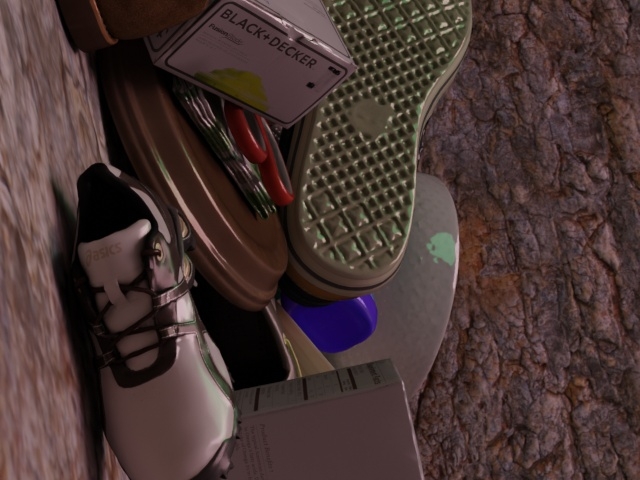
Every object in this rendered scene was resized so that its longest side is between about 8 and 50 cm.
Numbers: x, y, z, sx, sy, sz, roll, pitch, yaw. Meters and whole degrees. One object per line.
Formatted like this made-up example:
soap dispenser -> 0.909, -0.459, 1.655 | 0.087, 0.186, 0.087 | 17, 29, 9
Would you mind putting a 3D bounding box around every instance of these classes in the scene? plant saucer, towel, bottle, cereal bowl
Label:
plant saucer -> -0.101, -0.070, 0.959 | 0.278, 0.041, 0.278 | 60, 10, -18
towel -> -0.082, -0.103, 0.957 | 0.152, 0.023, 0.113 | 56, 13, -35
bottle -> 0.000, 0.000, 1.313 | 0.118, 0.092, 0.283 | 48, 22, -35
cereal bowl -> 0.047, 0.060, 1.471 | 0.339, 0.141, 0.339 | -165, -90, -73

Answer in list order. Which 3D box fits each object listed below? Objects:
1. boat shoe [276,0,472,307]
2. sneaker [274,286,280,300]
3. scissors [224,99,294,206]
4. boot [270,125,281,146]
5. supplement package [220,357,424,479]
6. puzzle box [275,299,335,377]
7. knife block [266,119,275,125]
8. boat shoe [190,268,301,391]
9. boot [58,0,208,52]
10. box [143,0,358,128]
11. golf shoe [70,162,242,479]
boat shoe -> 0.044, -0.146, 1.206 | 0.156, 0.187, 0.500 | 129, -22, -58
sneaker -> -0.096, 0.005, 1.413 | 0.295, 0.124, 0.178 | -114, 179, -78
scissors -> -0.083, -0.157, 1.006 | 0.109, 0.021, 0.297 | 51, 15, -51
boot -> -0.135, -0.177, 1.558 | 0.161, 0.083, 0.246 | 40, -18, 15
supplement package -> -0.019, 0.163, 0.820 | 0.105, 0.179, 0.105 | -121, -160, -86
puzzle box -> -0.036, 0.166, 1.323 | 0.272, 0.052, 0.409 | 48, -11, 18
knife block -> -0.079, -0.189, 1.247 | 0.242, 0.276, 0.088 | 30, 39, -50
boat shoe -> -0.068, 0.137, 1.061 | 0.091, 0.109, 0.305 | -33, 106, -79
boot -> -0.149, -0.292, 0.753 | 0.112, 0.115, 0.305 | -88, 165, -76
box -> -0.097, -0.248, 0.938 | 0.169, 0.087, 0.290 | 20, 38, -50
golf shoe -> -0.100, 0.045, 0.585 | 0.094, 0.077, 0.198 | 62, 5, -53
